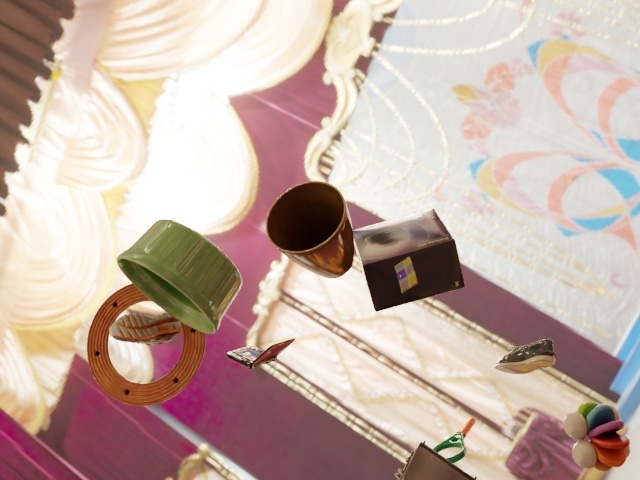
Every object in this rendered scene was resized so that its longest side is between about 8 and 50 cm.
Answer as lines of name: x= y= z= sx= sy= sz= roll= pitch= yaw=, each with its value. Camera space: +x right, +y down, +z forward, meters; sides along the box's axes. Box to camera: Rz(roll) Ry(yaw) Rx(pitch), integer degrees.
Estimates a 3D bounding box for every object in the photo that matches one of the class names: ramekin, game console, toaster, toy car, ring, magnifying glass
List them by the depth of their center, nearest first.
toaster: x=0.261 y=0.550 z=1.739 sx=0.110 sy=0.186 sz=0.168 roll=-53 pitch=-13 yaw=-20
ramekin: x=-0.342 y=0.084 z=1.946 sx=0.148 sy=0.303 sz=0.303 roll=-54 pitch=-23 yaw=-22
toy car: x=0.743 y=0.509 z=2.046 sx=0.159 sy=0.182 sz=0.136 roll=-6 pitch=-19 yaw=-20
game console: x=-0.158 y=0.284 z=2.067 sx=0.144 sy=0.124 sz=0.085 roll=-2 pitch=-69 yaw=-65
magnifying glass: x=0.365 y=0.536 z=2.086 sx=0.231 sy=0.092 sz=0.026 roll=-32 pitch=-72 yaw=-56
ring: x=-0.465 y=0.272 z=2.087 sx=0.336 sy=0.337 sz=0.032 roll=-58 pitch=-18 yaw=-5

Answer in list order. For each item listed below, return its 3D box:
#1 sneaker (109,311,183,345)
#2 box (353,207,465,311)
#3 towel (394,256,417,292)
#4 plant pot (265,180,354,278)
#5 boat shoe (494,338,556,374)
sneaker: x=-0.457 y=0.243 z=2.057 sx=0.215 sy=0.084 sz=0.083 roll=1 pitch=-43 yaw=-40
box: x=0.275 y=0.054 z=2.497 sx=0.294 sy=0.296 sz=0.182 roll=-104 pitch=-2 yaw=-67
towel: x=0.225 y=0.091 z=2.046 sx=0.009 sy=0.083 sz=0.060 roll=12 pitch=-34 yaw=-40
plant pot: x=0.000 y=0.000 z=2.233 sx=0.237 sy=0.237 sz=0.254 roll=-53 pitch=-37 yaw=-17
boat shoe: x=0.634 y=0.361 z=2.431 sx=0.254 sy=0.095 sz=0.079 roll=138 pitch=146 yaw=-62
